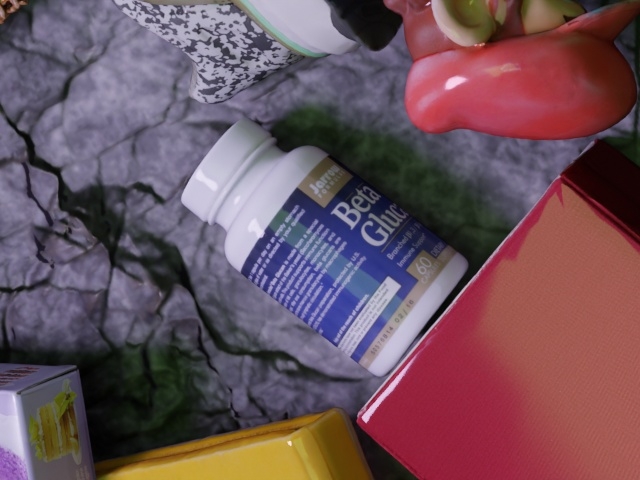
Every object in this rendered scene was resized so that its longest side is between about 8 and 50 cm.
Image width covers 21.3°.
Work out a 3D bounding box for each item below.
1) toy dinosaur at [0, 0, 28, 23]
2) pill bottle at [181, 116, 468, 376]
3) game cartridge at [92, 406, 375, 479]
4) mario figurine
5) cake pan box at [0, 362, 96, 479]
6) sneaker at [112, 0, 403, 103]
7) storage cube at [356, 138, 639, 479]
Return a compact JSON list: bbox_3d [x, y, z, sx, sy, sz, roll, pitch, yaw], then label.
[{"bbox_3d":[-0.349,-0.159,1.119,0.322,0.164,0.218,-10,114,-2],"label":"toy dinosaur"},{"bbox_3d":[0.000,0.000,1.062,0.169,0.094,0.094,37,107,5],"label":"pill bottle"},{"bbox_3d":[-0.036,0.281,1.089,0.285,0.052,0.324,-19,94,43],"label":"game cartridge"},{"bbox_3d":[0.079,-0.201,0.935,0.320,0.198,0.170,54,139,2],"label":"mario figurine"},{"bbox_3d":[-0.258,0.203,1.147,0.267,0.070,0.246,1,100,34],"label":"cake pan box"},{"bbox_3d":[-0.147,-0.220,0.998,0.410,0.158,0.182,42,125,-16],"label":"sneaker"},{"bbox_3d":[0.168,0.076,0.989,0.193,0.183,0.215,40,108,6],"label":"storage cube"}]
